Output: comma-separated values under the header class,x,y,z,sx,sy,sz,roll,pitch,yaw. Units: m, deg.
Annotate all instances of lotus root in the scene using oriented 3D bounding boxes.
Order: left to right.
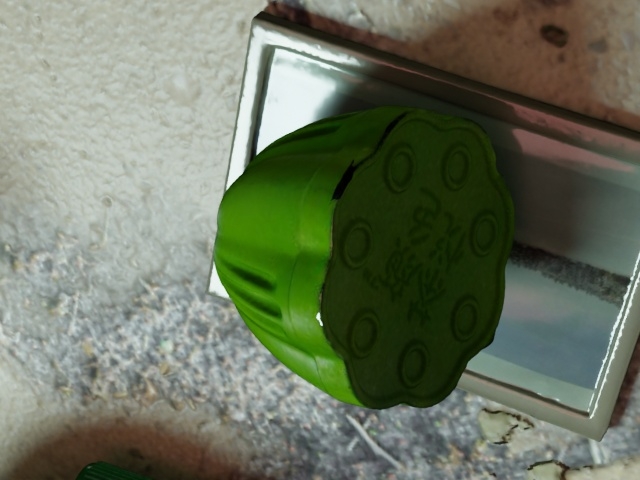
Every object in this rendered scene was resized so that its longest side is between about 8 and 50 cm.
class,x,y,z,sx,sy,sz,roll,pitch,yaw
lotus root,0.000,0.000,0.933,0.186,0.186,0.186,9,117,19

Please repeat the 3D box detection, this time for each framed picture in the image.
class,x,y,z,sx,sy,sz,roll,pitch,yaw
framed picture,0.073,-0.008,0.992,0.289,0.016,0.213,20,120,13

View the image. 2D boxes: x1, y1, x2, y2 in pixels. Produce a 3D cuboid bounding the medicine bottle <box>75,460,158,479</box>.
class,x,y,z,sx,sy,sz,roll,pitch,yaw
medicine bottle,-0.039,0.234,1.123,0.309,0.076,0.111,19,122,15
